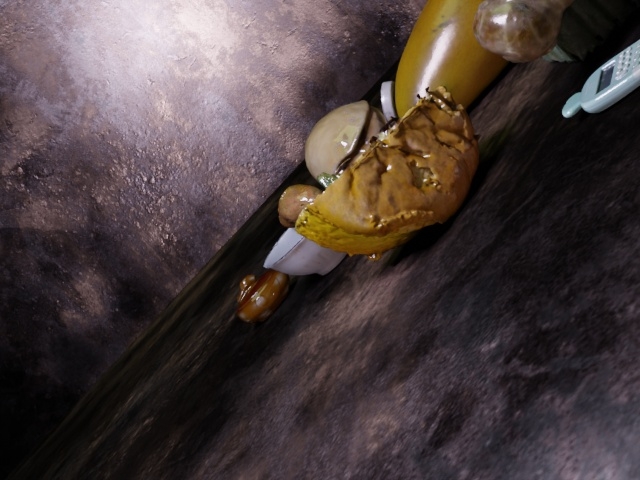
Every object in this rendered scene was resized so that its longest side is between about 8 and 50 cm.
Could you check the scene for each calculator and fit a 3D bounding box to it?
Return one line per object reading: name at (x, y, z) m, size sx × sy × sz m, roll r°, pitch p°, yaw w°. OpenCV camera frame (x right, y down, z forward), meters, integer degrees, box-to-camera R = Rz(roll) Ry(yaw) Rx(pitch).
calculator at (0.322, -0.178, 0.927) m, size 0.153 × 0.021 × 0.095 m, roll -39°, pitch 12°, yaw 39°

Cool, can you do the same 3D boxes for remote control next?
remote control at (0.152, -0.247, 1.621) m, size 0.022 × 0.077 × 0.245 m, roll -7°, pitch -1°, yaw 19°

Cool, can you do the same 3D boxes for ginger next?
ginger at (0.296, -0.355, 1.027) m, size 0.304 × 0.245 × 0.155 m, roll -29°, pitch -3°, yaw 23°

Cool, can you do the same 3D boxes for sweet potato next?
sweet potato at (-0.041, -0.054, 1.397) m, size 0.068 × 0.068 × 0.226 m, roll -50°, pitch 10°, yaw -17°

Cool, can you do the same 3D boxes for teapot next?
teapot at (-0.107, 0.088, 1.571) m, size 0.129 × 0.078 × 0.098 m, roll -49°, pitch 10°, yaw -13°

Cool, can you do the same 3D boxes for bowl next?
bowl at (0.000, 0.000, 1.440) m, size 0.189 × 0.086 × 0.189 m, roll -47°, pitch 10°, yaw 11°

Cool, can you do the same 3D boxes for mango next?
mango at (0.231, -0.319, 1.490) m, size 0.317 × 0.173 × 0.211 m, roll -59°, pitch 12°, yaw 2°

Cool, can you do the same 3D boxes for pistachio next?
pistachio at (0.058, -0.174, 1.643) m, size 0.182 × 0.162 × 0.293 m, roll -62°, pitch 8°, yaw 6°

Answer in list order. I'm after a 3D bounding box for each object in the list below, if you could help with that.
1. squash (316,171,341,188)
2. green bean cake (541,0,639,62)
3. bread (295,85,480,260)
squash at (0.060, -0.067, 1.300) m, size 0.105 × 0.132 × 0.105 m, roll -48°, pitch 8°, yaw 9°
green bean cake at (0.356, -0.330, 1.176) m, size 0.173 × 0.094 × 0.181 m, roll -45°, pitch 11°, yaw 10°
bread at (0.101, -0.069, 1.122) m, size 0.260 × 0.147 × 0.160 m, roll -45°, pitch -2°, yaw -29°
